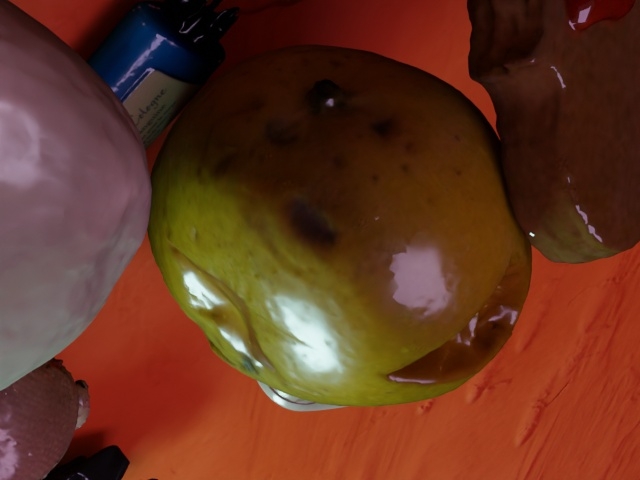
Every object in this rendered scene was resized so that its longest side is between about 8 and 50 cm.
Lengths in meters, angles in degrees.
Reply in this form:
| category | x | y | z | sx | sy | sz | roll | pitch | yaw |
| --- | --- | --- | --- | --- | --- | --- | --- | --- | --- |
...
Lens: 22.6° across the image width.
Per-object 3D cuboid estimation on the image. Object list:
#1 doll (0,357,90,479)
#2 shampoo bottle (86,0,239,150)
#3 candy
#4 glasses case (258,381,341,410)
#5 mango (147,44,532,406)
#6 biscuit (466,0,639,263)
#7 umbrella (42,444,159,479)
| category | x | y | z | sx | sy | sz | roll | pitch | yaw |
| --- | --- | --- | --- | --- | --- | --- | --- | --- | --- |
| doll | -0.310 | 0.172 | 1.136 | 0.303 | 0.156 | 0.201 | -28 | 156 | 8 |
| shampoo bottle | -0.125 | -0.096 | 1.048 | 0.183 | 0.050 | 0.087 | -46 | 149 | 19 |
| candy | -0.291 | -0.011 | 0.784 | 0.427 | 0.186 | 0.386 | -12 | 147 | 18 |
| glasses case | 0.032 | 0.103 | 1.411 | 0.204 | 0.081 | 0.051 | -8 | 141 | -36 |
| mango | 0.000 | 0.000 | 1.079 | 0.182 | 0.253 | 0.365 | -41 | -177 | -22 |
| biscuit | 0.239 | -0.161 | 1.036 | 0.076 | 0.368 | 0.394 | -6 | 170 | 44 |
| umbrella | -0.244 | 0.246 | 1.343 | 0.272 | 0.122 | 0.110 | -11 | -176 | -37 |
